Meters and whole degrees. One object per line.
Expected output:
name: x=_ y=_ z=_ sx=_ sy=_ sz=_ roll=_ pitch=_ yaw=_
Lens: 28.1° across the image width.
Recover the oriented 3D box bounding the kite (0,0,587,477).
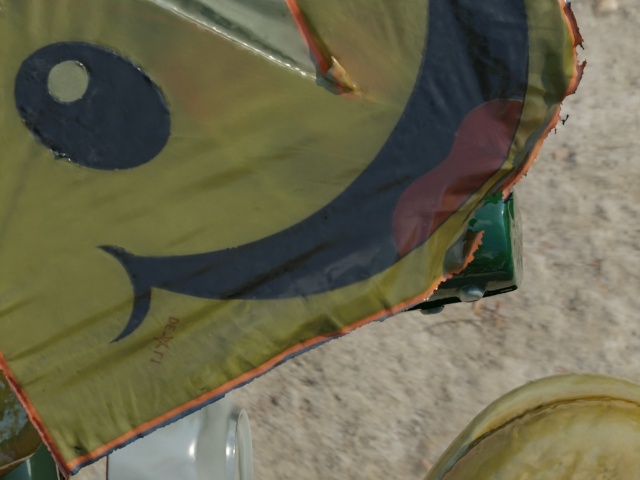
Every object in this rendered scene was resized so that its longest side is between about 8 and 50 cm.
kite: x=-0.055 y=-0.083 z=0.494 sx=0.327 sy=0.013 sz=0.377 roll=23 pitch=100 yaw=-19

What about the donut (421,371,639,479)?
donut: x=0.280 y=0.365 z=1.358 sx=0.449 sy=0.198 sz=0.449 roll=-2 pitch=79 yaw=10

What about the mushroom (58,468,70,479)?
mushroom: x=-0.341 y=0.283 z=1.509 sx=0.085 sy=0.109 sz=0.126 roll=4 pitch=109 yaw=1

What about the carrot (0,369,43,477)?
carrot: x=-0.317 y=0.129 z=0.982 sx=0.114 sy=0.302 sz=0.114 roll=5 pitch=83 yaw=-42

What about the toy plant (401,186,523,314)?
toy plant: x=0.000 y=0.001 z=0.794 sx=0.232 sy=0.243 sz=0.112 roll=20 pitch=66 yaw=-46

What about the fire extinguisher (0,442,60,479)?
fire extinguisher: x=-0.288 y=0.235 z=1.191 sx=0.095 sy=0.114 sz=0.311 roll=-9 pitch=83 yaw=-6

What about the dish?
dish: x=-0.136 y=0.240 z=1.334 sx=0.117 sy=0.256 sz=0.256 roll=-2 pitch=92 yaw=6
